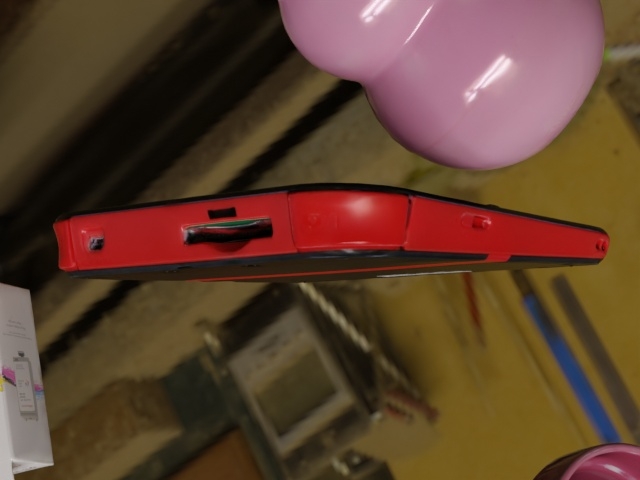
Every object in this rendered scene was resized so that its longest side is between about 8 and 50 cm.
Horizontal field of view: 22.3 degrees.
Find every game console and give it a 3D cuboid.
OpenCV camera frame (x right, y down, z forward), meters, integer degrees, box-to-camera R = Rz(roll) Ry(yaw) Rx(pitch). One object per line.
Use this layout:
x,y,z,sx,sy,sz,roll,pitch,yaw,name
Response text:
0.000,0.000,1.391,0.386,0.060,0.342,-4,176,43,game console

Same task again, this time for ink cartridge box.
-0.299,0.145,1.386,0.115,0.198,0.067,-16,164,21,ink cartridge box

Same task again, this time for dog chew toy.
0.063,-0.202,1.298,0.207,0.332,0.206,-53,-168,16,dog chew toy

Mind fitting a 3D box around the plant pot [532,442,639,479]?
0.239,0.303,1.525,0.201,0.201,0.180,-12,170,-34,plant pot
